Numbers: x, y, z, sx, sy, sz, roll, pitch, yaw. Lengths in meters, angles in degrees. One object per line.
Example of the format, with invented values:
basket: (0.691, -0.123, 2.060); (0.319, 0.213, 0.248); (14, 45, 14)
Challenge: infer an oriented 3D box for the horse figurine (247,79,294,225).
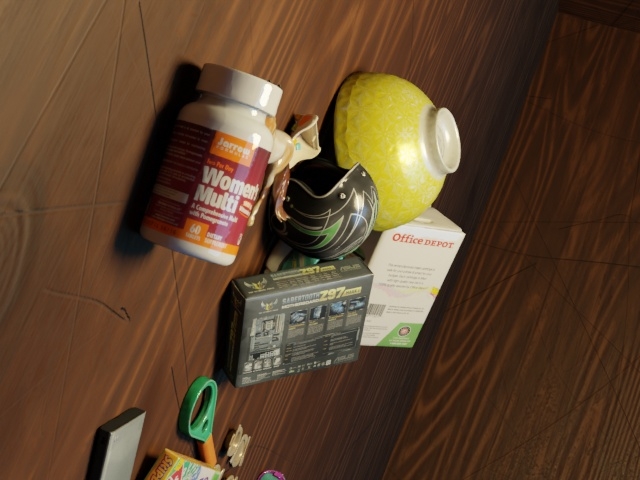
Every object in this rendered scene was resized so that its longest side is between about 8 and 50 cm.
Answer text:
horse figurine: (-0.087, -0.110, 1.515); (0.175, 0.066, 0.263); (-64, 162, -6)

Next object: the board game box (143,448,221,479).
board game box: (-0.223, 0.392, 1.653); (0.124, 0.039, 0.259); (-57, 165, -9)

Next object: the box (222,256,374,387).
box: (-0.037, 0.131, 1.738); (0.232, 0.059, 0.183); (-11, 129, -27)

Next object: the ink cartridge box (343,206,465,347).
ink cartridge box: (0.133, 0.066, 2.146); (0.201, 0.117, 0.278); (7, 116, -35)

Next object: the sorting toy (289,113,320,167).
sorting toy: (-0.037, -0.151, 1.690); (0.075, 0.044, 0.083); (-55, 159, -26)

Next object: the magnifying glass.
magnifying glass: (-0.188, 0.300, 1.720); (0.231, 0.026, 0.092); (91, 23, -50)

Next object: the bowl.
bowl: (0.156, -0.167, 1.913); (0.289, 0.156, 0.290); (21, 66, -59)

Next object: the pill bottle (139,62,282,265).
pill bottle: (-0.127, -0.091, 1.288); (0.121, 0.121, 0.221); (16, 92, -75)

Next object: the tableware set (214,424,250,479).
tableware set: (-0.165, 0.405, 1.930); (0.169, 0.020, 0.141); (66, 44, -67)

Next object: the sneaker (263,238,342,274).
sneaker: (0.000, 0.000, 1.860); (0.107, 0.109, 0.275); (87, 26, -54)

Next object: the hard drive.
hard drive: (-0.273, 0.296, 1.419); (0.094, 0.022, 0.135); (-26, 133, -69)

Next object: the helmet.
helmet: (0.012, -0.052, 1.736); (0.169, 0.161, 0.170); (15, 90, -74)

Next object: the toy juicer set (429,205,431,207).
toy juicer set: (0.167, -0.015, 2.416); (0.209, 0.089, 0.329); (-55, 172, -52)

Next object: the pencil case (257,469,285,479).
pencil case: (-0.096, 0.535, 2.238); (0.070, 0.064, 0.152); (-41, 153, -24)
